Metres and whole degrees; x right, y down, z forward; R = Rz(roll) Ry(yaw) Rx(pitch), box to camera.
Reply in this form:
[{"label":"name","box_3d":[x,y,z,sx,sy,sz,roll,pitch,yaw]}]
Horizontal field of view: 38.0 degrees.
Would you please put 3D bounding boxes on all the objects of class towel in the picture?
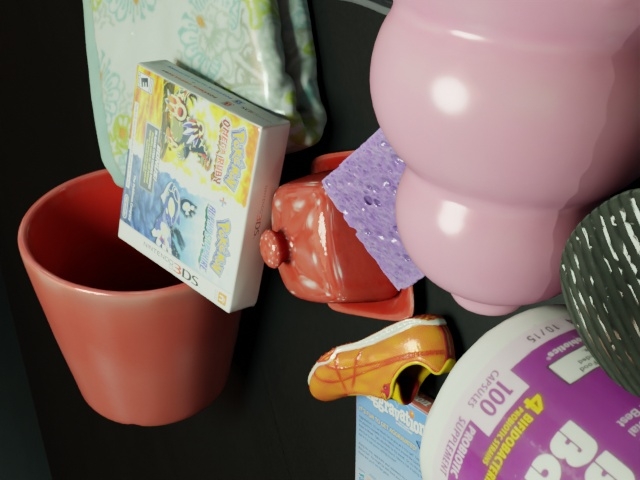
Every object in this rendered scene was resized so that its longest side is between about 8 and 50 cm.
[{"label":"towel","box_3d":[-0.150,-0.258,1.014,0.321,0.090,0.374,-9,91,47]}]

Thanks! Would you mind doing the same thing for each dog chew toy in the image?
[{"label":"dog chew toy","box_3d":[0.118,-0.110,0.527,0.206,0.207,0.331,38,130,51]}]

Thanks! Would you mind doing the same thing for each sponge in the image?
[{"label":"sponge","box_3d":[0.091,-0.049,0.716,0.117,0.031,0.210,54,142,2]}]

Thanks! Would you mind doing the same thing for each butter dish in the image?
[{"label":"butter dish","box_3d":[0.000,0.000,0.862,0.160,0.118,0.159,3,100,61]}]

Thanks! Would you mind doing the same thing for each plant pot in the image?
[{"label":"plant pot","box_3d":[-0.213,0.077,1.143,0.275,0.275,0.243,47,144,45]}]

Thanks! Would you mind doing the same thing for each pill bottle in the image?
[{"label":"pill bottle","box_3d":[0.201,0.171,0.501,0.301,0.169,0.169,39,131,51]}]

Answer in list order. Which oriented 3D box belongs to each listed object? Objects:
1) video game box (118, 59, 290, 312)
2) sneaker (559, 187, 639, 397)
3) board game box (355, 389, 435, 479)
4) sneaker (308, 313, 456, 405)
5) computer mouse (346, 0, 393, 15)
[{"label":"video game box","box_3d":[-0.126,-0.057,0.949,0.187,0.048,0.205,28,120,31]},{"label":"sneaker","box_3d":[0.245,-0.009,0.400,0.330,0.146,0.122,-35,77,60]},{"label":"board game box","box_3d":[0.115,0.224,0.817,0.281,0.027,0.145,27,122,56]},{"label":"sneaker","box_3d":[0.049,0.121,0.836,0.175,0.064,0.067,-32,63,46]},{"label":"computer mouse","box_3d":[0.058,-0.235,0.751,0.272,0.072,0.188,36,127,36]}]
